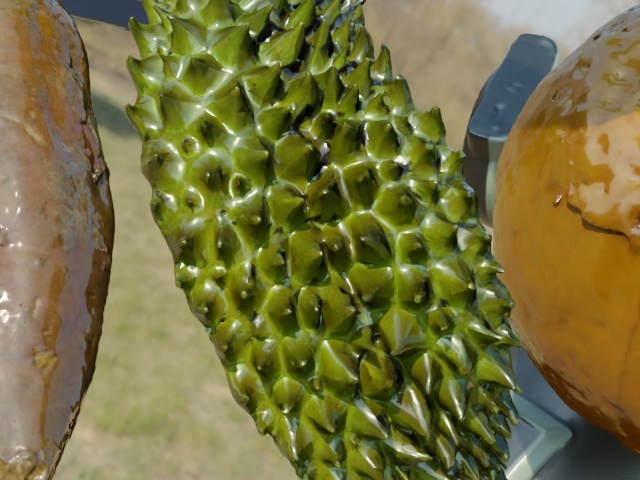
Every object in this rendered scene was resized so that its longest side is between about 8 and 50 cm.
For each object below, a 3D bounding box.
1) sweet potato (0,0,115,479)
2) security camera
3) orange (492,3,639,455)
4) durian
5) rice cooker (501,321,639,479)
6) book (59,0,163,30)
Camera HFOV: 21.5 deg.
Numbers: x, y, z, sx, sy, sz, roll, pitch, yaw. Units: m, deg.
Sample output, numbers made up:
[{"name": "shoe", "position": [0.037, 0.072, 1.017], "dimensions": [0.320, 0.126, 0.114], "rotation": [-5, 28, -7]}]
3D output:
[{"name": "sweet potato", "position": [-0.138, -0.005, 0.720], "dimensions": [0.097, 0.097, 0.252], "rotation": [23, 48, -39]}, {"name": "security camera", "position": [0.308, -0.082, 1.811], "dimensions": [0.277, 0.197, 0.191], "rotation": [15, -36, 22]}, {"name": "orange", "position": [0.279, 0.002, 1.120], "dimensions": [0.340, 0.340, 0.293], "rotation": [31, -35, 21]}, {"name": "durian", "position": [-0.001, -0.005, 0.894], "dimensions": [0.169, 0.157, 0.356], "rotation": [144, -74, -86]}, {"name": "rice cooker", "position": [0.212, 0.227, 1.412], "dimensions": [0.335, 0.325, 0.335], "rotation": [40, -9, 7]}, {"name": "book", "position": [-0.221, -0.316, 1.297], "dimensions": [0.427, 0.300, 0.039], "rotation": [16, 36, 20]}]
